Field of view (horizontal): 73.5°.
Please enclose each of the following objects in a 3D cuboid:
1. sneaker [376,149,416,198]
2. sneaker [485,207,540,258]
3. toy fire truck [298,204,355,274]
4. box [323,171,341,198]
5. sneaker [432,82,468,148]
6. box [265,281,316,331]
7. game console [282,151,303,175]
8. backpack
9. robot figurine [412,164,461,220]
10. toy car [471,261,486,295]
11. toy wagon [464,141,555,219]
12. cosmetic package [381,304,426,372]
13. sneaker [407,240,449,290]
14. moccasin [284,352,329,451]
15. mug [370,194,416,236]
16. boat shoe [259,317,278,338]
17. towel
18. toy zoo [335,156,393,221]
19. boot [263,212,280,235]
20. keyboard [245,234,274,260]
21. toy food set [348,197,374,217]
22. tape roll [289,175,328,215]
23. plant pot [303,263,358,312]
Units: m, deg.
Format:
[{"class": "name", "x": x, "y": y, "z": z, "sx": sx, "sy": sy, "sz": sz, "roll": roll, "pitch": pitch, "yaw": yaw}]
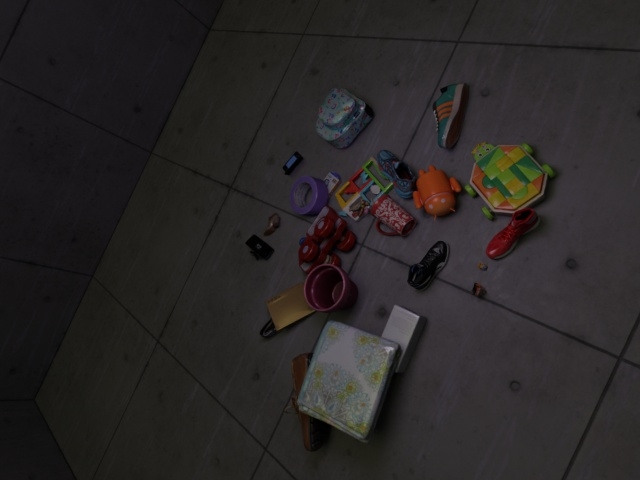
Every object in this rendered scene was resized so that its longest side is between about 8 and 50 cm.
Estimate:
[{"class": "sneaker", "x": 0.331, "y": -0.310, "z": 1.816, "sx": 0.104, "sy": 0.125, "sz": 0.261, "roll": -24, "pitch": 61, "yaw": -14}, {"class": "sneaker", "x": 0.656, "y": -0.034, "z": 1.499, "sx": 0.221, "sy": 0.128, "sz": 0.087, "roll": -48, "pitch": 52, "yaw": 11}, {"class": "toy fire truck", "x": 0.000, "y": 0.000, "z": 1.956, "sx": 0.302, "sy": 0.169, "sz": 0.254, "roll": -56, "pitch": 29, "yaw": 6}, {"class": "box", "x": 0.042, "y": -0.267, "z": 2.083, "sx": 0.136, "sy": 0.028, "sz": 0.081, "roll": -51, "pitch": 52, "yaw": 8}, {"class": "sneaker", "x": 0.521, "y": -0.513, "z": 1.781, "sx": 0.121, "sy": 0.108, "sz": 0.302, "roll": 8, "pitch": 71, "yaw": 38}, {"class": "box", "x": -0.140, "y": 0.305, "z": 1.979, "sx": 0.201, "sy": 0.021, "sz": 0.164, "roll": -28, "pitch": 59, "yaw": 2}, {"class": "game console", "x": -0.155, "y": -0.407, "z": 2.243, "sx": 0.122, "sy": 0.071, "sz": 0.107, "roll": -47, "pitch": 54, "yaw": 13}, {"class": "backpack", "x": 0.097, "y": -0.583, "z": 2.059, "sx": 0.253, "sy": 0.191, "sz": 0.225, "roll": -53, "pitch": 53, "yaw": 15}, {"class": "robot figurine", "x": 0.458, "y": -0.190, "z": 1.695, "sx": 0.158, "sy": 0.128, "sz": 0.219, "roll": -6, "pitch": 64, "yaw": -12}, {"class": "toy car", "x": 0.580, "y": 0.142, "z": 1.543, "sx": 0.041, "sy": 0.060, "sz": 0.122, "roll": 16, "pitch": 91, "yaw": 6}, {"class": "toy wagon", "x": 0.672, "y": -0.250, "z": 1.600, "sx": 0.267, "sy": 0.068, "sz": 0.344, "roll": -38, "pitch": 56, "yaw": 19}, {"class": "cosmetic package", "x": 0.303, "y": 0.375, "z": 1.642, "sx": 0.117, "sy": 0.085, "sz": 0.231, "roll": 24, "pitch": 91, "yaw": 38}, {"class": "sneaker", "x": 0.411, "y": 0.089, "z": 1.637, "sx": 0.079, "sy": 0.121, "sz": 0.216, "roll": 31, "pitch": 93, "yaw": 37}, {"class": "moccasin", "x": -0.060, "y": 0.662, "z": 1.770, "sx": 0.147, "sy": 0.139, "sz": 0.379, "roll": -28, "pitch": 62, "yaw": 32}, {"class": "mug", "x": 0.309, "y": -0.090, "z": 1.801, "sx": 0.113, "sy": 0.150, "sz": 0.169, "roll": -32, "pitch": 55, "yaw": -21}, {"class": "boat shoe", "x": -0.206, "y": 0.386, "z": 2.011, "sx": 0.206, "sy": 0.065, "sz": 0.075, "roll": -46, "pitch": 54, "yaw": 14}, {"class": "towel", "x": 0.102, "y": 0.519, "z": 1.619, "sx": 0.321, "sy": 0.090, "sz": 0.374, "roll": 14, "pitch": 78, "yaw": 33}, {"class": "toy zoo", "x": 0.189, "y": -0.219, "z": 1.958, "sx": 0.293, "sy": 0.030, "sz": 0.192, "roll": -44, "pitch": 55, "yaw": 15}, {"class": "boot", "x": -0.257, "y": -0.088, "z": 2.230, "sx": 0.118, "sy": 0.042, "sz": 0.087, "roll": -33, "pitch": 52, "yaw": 21}, {"class": "keyboard", "x": -0.323, "y": 0.047, "z": 2.241, "sx": 0.100, "sy": 0.038, "sz": 0.192, "roll": -44, "pitch": 50, "yaw": -14}, {"class": "toy food set", "x": 0.181, "y": -0.140, "z": 1.904, "sx": 0.122, "sy": 0.019, "sz": 0.077, "roll": -29, "pitch": 60, "yaw": 25}, {"class": "tape roll", "x": -0.057, "y": -0.215, "z": 2.076, "sx": 0.189, "sy": 0.080, "sz": 0.188, "roll": -6, "pitch": 81, "yaw": 42}, {"class": "plant pot", "x": 0.061, "y": 0.213, "z": 1.807, "sx": 0.201, "sy": 0.180, "sz": 0.201, "roll": -12, "pitch": 67, "yaw": 31}]
